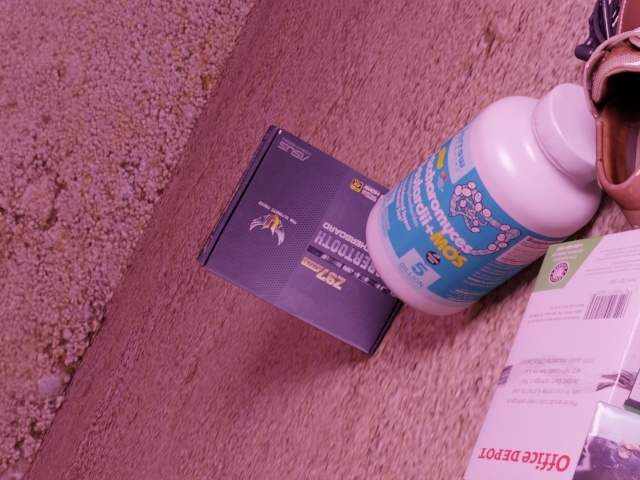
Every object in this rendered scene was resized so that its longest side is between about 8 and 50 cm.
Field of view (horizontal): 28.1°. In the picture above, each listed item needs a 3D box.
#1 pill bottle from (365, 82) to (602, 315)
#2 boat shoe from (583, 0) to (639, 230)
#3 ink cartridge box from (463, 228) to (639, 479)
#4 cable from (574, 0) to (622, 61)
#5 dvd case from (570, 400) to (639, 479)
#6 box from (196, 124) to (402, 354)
[{"bbox_3d":[0.171,-0.043,1.246,0.264,0.146,0.146,-42,27,44],"label":"pill bottle"},{"bbox_3d":[0.291,-0.135,1.096,0.123,0.116,0.324,-38,32,38],"label":"boat shoe"},{"bbox_3d":[0.219,0.110,0.995,0.160,0.092,0.219,-13,51,65],"label":"ink cartridge box"},{"bbox_3d":[0.329,-0.245,1.283,0.184,0.047,0.150,-55,20,14],"label":"cable"},{"bbox_3d":[0.233,0.168,0.868,0.013,0.119,0.087,68,-136,-68],"label":"dvd case"},{"bbox_3d":[0.000,0.000,1.483,0.183,0.232,0.059,-60,13,1],"label":"box"}]
